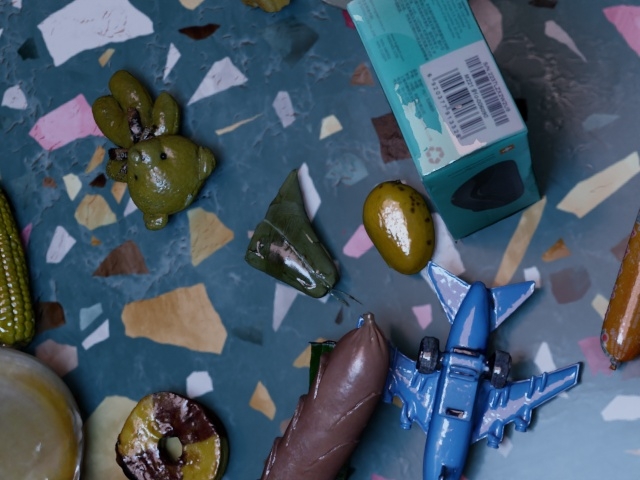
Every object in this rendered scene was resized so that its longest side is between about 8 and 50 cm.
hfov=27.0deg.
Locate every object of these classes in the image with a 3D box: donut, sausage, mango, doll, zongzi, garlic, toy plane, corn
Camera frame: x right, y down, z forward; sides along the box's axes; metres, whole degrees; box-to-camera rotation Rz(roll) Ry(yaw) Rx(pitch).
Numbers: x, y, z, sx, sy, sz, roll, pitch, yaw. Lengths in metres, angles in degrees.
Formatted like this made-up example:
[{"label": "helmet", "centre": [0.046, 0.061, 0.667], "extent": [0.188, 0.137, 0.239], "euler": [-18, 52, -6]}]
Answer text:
[{"label": "donut", "centre": [-0.175, 0.251, 1.602], "extent": [0.140, 0.059, 0.140], "euler": [-3, 81, 20]}, {"label": "sausage", "centre": [0.371, -0.025, 1.444], "extent": [0.053, 0.053, 0.348], "euler": [19, 89, 21]}, {"label": "mango", "centre": [0.092, -0.015, 1.543], "extent": [0.079, 0.057, 0.114], "euler": [-18, 80, 9]}, {"label": "doll", "centre": [-0.225, -0.120, 1.656], "extent": [0.137, 0.097, 0.209], "euler": [-47, 65, 14]}, {"label": "zongzi", "centre": [0.000, 0.000, 1.580], "extent": [0.154, 0.062, 0.130], "euler": [27, 80, 15]}, {"label": "garlic", "centre": [-0.446, 0.263, 1.594], "extent": [0.286, 0.313, 0.249], "euler": [-41, 25, 31]}, {"label": "sausage", "centre": [-0.027, 0.267, 1.486], "extent": [0.088, 0.088, 0.433], "euler": [35, 112, 21]}, {"label": "toy plane", "centre": [0.154, 0.167, 1.475], "extent": [0.254, 0.105, 0.271], "euler": [11, 82, 7]}, {"label": "corn", "centre": [-0.422, 0.036, 1.705], "extent": [0.097, 0.097, 0.262], "euler": [-18, 74, 17]}]

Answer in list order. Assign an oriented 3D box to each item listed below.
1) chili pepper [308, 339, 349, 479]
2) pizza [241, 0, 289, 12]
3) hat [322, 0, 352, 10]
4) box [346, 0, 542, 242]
[{"label": "chili pepper", "centre": [0.015, 0.229, 1.533], "extent": [0.088, 0.059, 0.227], "euler": [-1, 84, 61]}, {"label": "pizza", "centre": [-0.128, -0.373, 1.649], "extent": [0.058, 0.127, 0.246], "euler": [-42, 61, -14]}, {"label": "hat", "centre": [0.077, -0.370, 1.563], "extent": [0.244, 0.149, 0.214], "euler": [7, 85, 10]}, {"label": "box", "centre": [0.139, -0.137, 1.407], "extent": [0.118, 0.311, 0.205], "euler": [-22, 75, 6]}]
